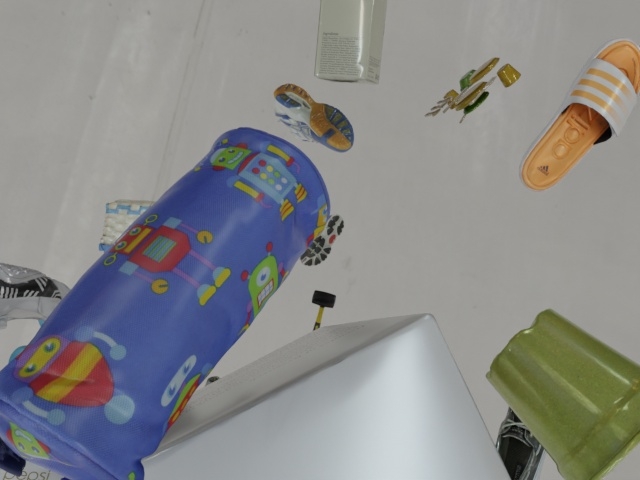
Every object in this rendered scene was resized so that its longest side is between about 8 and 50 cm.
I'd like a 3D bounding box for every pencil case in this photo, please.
[{"bbox_3d":[-0.106,0.047,0.488,0.119,0.133,0.306,15,50,24],"label":"pencil case"}]

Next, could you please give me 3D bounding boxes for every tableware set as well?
[{"bbox_3d":[0.193,-0.186,0.797,0.024,0.154,0.104,45,84,-12],"label":"tableware set"}]

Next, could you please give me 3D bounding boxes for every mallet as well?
[{"bbox_3d":[-0.013,0.208,1.727,0.062,0.189,0.039,21,36,-1],"label":"mallet"}]

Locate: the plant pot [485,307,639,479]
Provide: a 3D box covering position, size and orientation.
[{"bbox_3d":[0.450,0.269,1.163,0.276,0.276,0.254,-40,63,-12],"label":"plant pot"}]

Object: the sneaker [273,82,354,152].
[{"bbox_3d":[-0.019,-0.341,1.916,0.112,0.131,0.296,-37,67,-27],"label":"sneaker"}]

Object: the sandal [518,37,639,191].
[{"bbox_3d":[0.414,-0.180,0.993,0.102,0.076,0.265,31,103,-10],"label":"sandal"}]

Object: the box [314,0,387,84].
[{"bbox_3d":[0.063,-0.439,1.221,0.113,0.094,0.275,10,100,21],"label":"box"}]

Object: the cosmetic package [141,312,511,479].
[{"bbox_3d":[-0.014,0.307,0.765,0.327,0.394,0.329,-24,88,-19],"label":"cosmetic package"}]

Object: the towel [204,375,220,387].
[{"bbox_3d":[-0.132,0.447,1.295,0.324,0.312,0.056,42,49,18],"label":"towel"}]

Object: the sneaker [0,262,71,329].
[{"bbox_3d":[-0.524,0.120,0.881,0.137,0.366,0.210,3,78,37],"label":"sneaker"}]

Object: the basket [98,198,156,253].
[{"bbox_3d":[-0.529,0.024,1.941,0.255,0.201,0.288,4,92,6],"label":"basket"}]

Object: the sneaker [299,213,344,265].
[{"bbox_3d":[0.000,0.000,1.768,0.068,0.071,0.170,46,71,-24],"label":"sneaker"}]

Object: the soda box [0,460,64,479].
[{"bbox_3d":[-0.467,0.320,0.948,0.216,0.069,0.073,22,80,-40],"label":"soda box"}]

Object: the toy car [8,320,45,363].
[{"bbox_3d":[-0.415,0.239,1.248,0.238,0.219,0.210,33,93,21],"label":"toy car"}]

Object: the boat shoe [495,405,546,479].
[{"bbox_3d":[0.485,0.467,1.537,0.121,0.119,0.335,5,78,36],"label":"boat shoe"}]
